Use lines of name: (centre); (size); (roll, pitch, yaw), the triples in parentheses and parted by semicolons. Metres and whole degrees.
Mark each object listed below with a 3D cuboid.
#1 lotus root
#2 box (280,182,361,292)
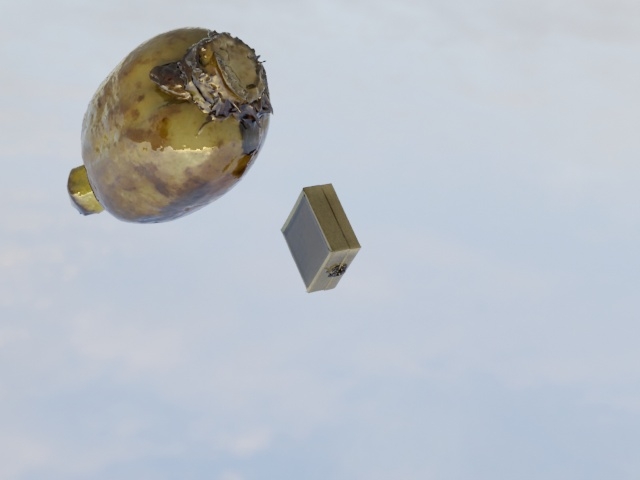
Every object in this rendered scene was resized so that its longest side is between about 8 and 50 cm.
lotus root: (-0.148, -0.107, 1.540); (0.141, 0.169, 0.314); (10, 152, -39)
box: (0.000, 0.000, 1.558); (0.035, 0.079, 0.083); (-10, -119, -28)
